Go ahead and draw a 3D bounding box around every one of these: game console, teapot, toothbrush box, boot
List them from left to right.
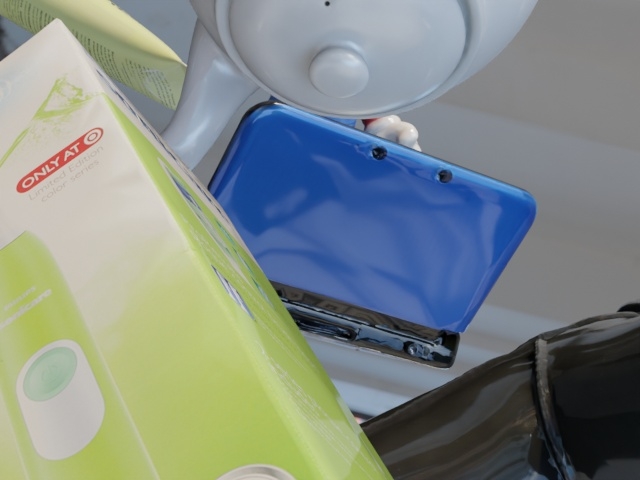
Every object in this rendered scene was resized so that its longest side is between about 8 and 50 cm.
[{"bbox_3d":[-0.095,0.088,0.412,0.122,0.206,0.283,52,3,-41],"label":"toothbrush box"},{"bbox_3d":[0.000,0.000,1.187,0.250,0.293,0.173,5,-102,64],"label":"game console"},{"bbox_3d":[0.025,-0.163,0.765,0.256,0.252,0.187,91,6,-51],"label":"teapot"},{"bbox_3d":[0.047,0.151,0.700,0.367,0.445,0.146,111,-40,-82],"label":"boot"}]

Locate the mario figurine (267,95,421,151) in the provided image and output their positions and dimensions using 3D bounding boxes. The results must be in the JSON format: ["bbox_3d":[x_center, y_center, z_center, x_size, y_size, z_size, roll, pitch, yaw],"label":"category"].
[{"bbox_3d":[-0.004,-0.144,1.288,0.198,0.170,0.321,-15,121,-51],"label":"mario figurine"}]

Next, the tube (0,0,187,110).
[{"bbox_3d":[-0.184,-0.169,1.009,0.070,0.240,0.062,-25,144,-58],"label":"tube"}]
